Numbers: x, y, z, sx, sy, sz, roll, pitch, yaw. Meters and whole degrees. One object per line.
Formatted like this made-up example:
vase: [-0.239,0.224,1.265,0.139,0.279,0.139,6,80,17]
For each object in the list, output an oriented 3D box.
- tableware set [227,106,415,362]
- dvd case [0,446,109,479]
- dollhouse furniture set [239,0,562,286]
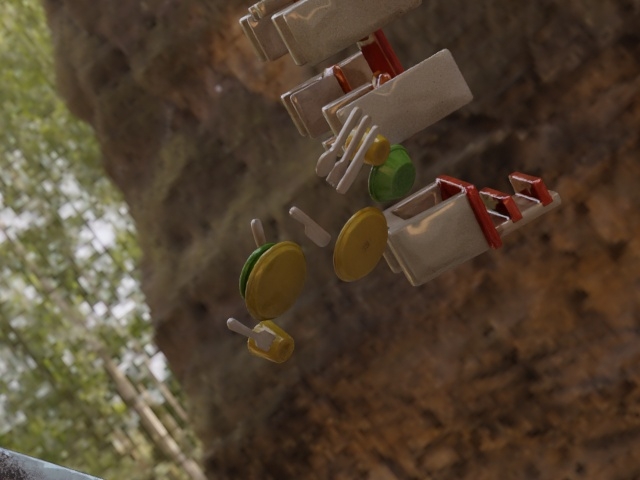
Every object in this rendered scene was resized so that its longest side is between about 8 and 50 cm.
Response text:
tableware set: [0.000,0.000,0.840,0.154,0.024,0.104,-60,-36,-6]
dvd case: [-0.091,0.106,0.419,0.013,0.119,0.087,81,-153,-73]
dollhouse furniture set: [0.062,-0.109,1.112,0.135,0.259,0.262,-30,11,-5]
